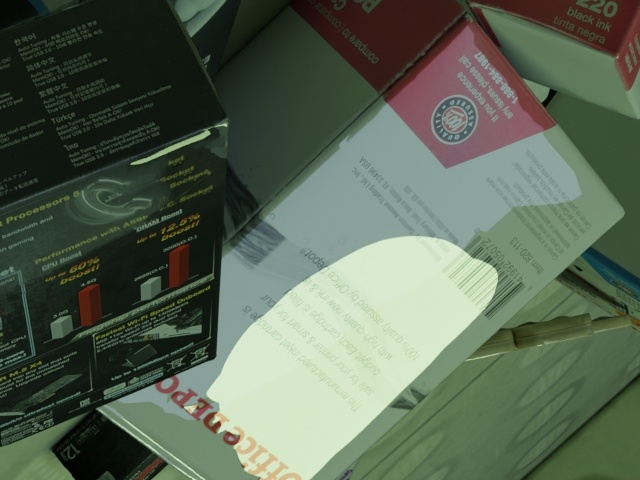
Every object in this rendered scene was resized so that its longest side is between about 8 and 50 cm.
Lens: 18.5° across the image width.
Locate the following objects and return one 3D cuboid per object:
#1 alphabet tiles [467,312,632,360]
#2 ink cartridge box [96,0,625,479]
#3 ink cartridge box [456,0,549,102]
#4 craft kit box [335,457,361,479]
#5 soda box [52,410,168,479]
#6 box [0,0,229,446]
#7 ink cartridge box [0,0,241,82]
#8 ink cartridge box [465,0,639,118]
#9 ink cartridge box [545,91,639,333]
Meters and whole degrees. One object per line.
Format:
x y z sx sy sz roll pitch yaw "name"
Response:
0.104 0.092 1.631 0.278 0.021 0.284 -10 176 -21 "alphabet tiles"
0.000 0.000 1.105 0.283 0.117 0.207 -43 135 3 "ink cartridge box"
0.062 -0.084 1.259 0.198 0.067 0.115 -38 162 -18 "ink cartridge box"
-0.079 0.288 1.907 0.250 0.061 0.246 -34 159 -29 "craft kit box"
-0.106 0.115 1.396 0.169 0.053 0.060 -42 164 -1 "soda box"
-0.192 0.033 0.809 0.307 0.076 0.242 -23 158 -14 "box"
-0.128 -0.065 0.899 0.206 0.045 0.208 -33 163 -30 "ink cartridge box"
0.173 -0.193 1.069 0.217 0.092 0.158 -67 164 -3 "ink cartridge box"
0.265 -0.035 1.627 0.168 0.171 0.232 -55 163 -4 "ink cartridge box"
